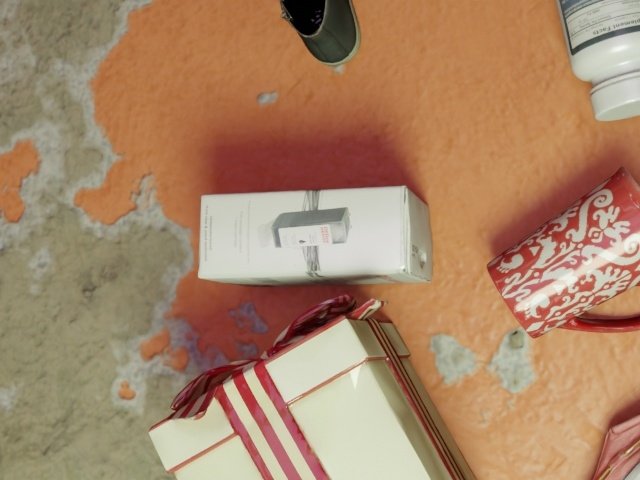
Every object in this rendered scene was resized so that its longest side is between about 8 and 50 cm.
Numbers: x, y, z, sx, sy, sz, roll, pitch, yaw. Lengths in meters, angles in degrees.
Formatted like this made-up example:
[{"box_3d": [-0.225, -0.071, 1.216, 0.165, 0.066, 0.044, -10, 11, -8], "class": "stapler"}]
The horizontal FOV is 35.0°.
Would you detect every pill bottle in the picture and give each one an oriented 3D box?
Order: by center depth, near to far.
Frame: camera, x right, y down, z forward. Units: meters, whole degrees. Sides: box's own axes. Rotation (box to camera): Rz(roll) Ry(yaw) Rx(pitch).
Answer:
[{"box_3d": [0.301, -0.220, 1.038, 0.108, 0.108, 0.180, -13, 82, 14], "class": "pill bottle"}]

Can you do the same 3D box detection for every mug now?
[{"box_3d": [0.272, 0.033, 1.022, 0.169, 0.113, 0.150, -33, 76, 13], "class": "mug"}]

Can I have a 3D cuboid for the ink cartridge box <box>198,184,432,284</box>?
[{"box_3d": [0.000, 0.000, 1.071, 0.218, 0.158, 0.092, 0, 84, 15], "class": "ink cartridge box"}]

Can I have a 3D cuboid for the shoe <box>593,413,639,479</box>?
[{"box_3d": [0.300, 0.250, 1.021, 0.063, 0.081, 0.178, 25, 121, -10], "class": "shoe"}]

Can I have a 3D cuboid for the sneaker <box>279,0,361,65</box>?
[{"box_3d": [-0.020, -0.311, 1.127, 0.083, 0.118, 0.222, -25, 79, 12], "class": "sneaker"}]

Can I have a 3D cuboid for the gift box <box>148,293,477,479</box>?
[{"box_3d": [0.005, 0.204, 0.998, 0.255, 0.276, 0.258, -31, 76, 5], "class": "gift box"}]
